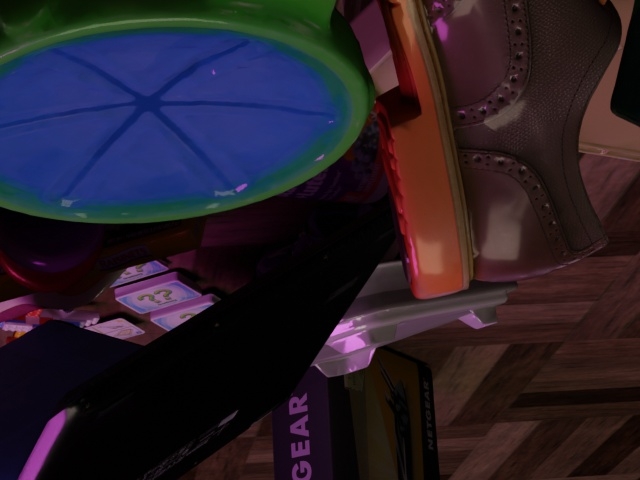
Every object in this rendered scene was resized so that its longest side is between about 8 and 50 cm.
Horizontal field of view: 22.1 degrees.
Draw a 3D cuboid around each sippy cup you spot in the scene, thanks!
[{"bbox_3d":[-0.102,-0.155,0.891,0.306,0.224,0.240,-14,156,14],"label":"sippy cup"}]

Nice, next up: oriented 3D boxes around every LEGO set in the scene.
[{"bbox_3d":[-0.235,0.088,1.666,0.244,0.060,0.182,-15,152,22],"label":"LEGO set"}]

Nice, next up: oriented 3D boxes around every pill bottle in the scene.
[{"bbox_3d":[-0.043,-0.086,1.225,0.194,0.108,0.108,3,156,-23],"label":"pill bottle"}]

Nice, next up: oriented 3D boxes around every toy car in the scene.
[{"bbox_3d":[-0.214,-0.033,1.272,0.159,0.136,0.182,-1,157,-13],"label":"toy car"}]

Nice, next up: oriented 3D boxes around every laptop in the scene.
[{"bbox_3d":[-0.192,0.086,1.219,0.382,0.236,0.408,-32,161,-48],"label":"laptop"}]

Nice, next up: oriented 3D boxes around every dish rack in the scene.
[{"bbox_3d":[0.026,0.083,1.576,0.286,0.072,0.333,-21,171,33],"label":"dish rack"}]

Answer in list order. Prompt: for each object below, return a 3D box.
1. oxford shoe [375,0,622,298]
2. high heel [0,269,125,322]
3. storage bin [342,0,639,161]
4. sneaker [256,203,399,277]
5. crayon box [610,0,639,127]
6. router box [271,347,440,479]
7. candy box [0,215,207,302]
[{"bbox_3d":[0.089,-0.149,0.892,0.133,0.130,0.363,-8,114,-1],"label":"oxford shoe"},{"bbox_3d":[-0.269,0.031,1.536,0.244,0.082,0.117,-31,-166,13],"label":"high heel"},{"bbox_3d":[0.183,-0.174,1.061,0.260,0.123,0.262,7,154,-28],"label":"storage bin"},{"bbox_3d":[0.000,0.000,1.530,0.170,0.068,0.071,-23,127,38],"label":"sneaker"},{"bbox_3d":[0.294,-0.204,0.894,0.202,0.318,0.081,4,-162,-26],"label":"crayon box"},{"bbox_3d":[0.046,0.272,1.851,0.081,0.308,0.243,-16,156,30],"label":"router box"},{"bbox_3d":[-0.188,-0.009,1.383,0.206,0.105,0.027,-15,124,19],"label":"candy box"}]
